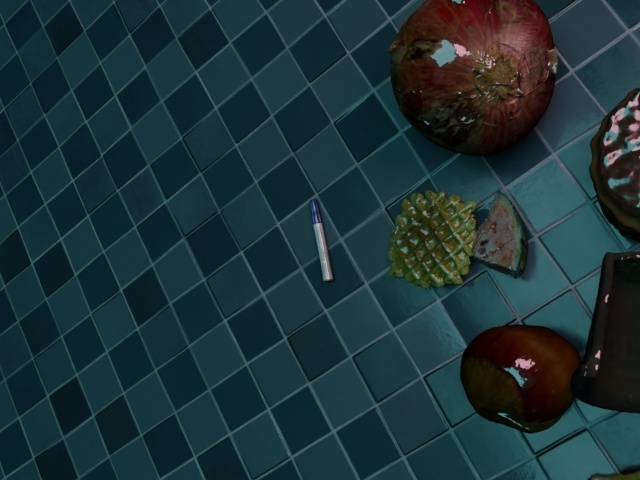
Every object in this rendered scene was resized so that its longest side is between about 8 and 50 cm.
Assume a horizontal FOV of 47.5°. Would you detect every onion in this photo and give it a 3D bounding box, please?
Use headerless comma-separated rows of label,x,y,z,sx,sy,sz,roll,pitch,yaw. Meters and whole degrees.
onion,0.305,-0.344,1.451,0.353,0.353,0.354,-3,82,26

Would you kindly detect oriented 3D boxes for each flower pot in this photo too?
flower pot,0.620,0.138,1.247,0.379,0.379,0.251,-12,57,25

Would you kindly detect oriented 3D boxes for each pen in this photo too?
pen,0.000,0.000,1.732,0.025,0.025,0.204,-17,76,24

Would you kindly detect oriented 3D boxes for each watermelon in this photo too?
watermelon,0.376,0.000,1.528,0.139,0.071,0.187,-27,58,41

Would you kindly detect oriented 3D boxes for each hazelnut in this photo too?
hazelnut,0.379,0.255,1.399,0.217,0.251,0.217,4,66,-9

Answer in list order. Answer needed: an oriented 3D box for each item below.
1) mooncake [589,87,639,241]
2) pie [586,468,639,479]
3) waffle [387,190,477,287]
mooncake,0.659,-0.137,1.334,0.324,0.187,0.324,-4,80,25
pie,0.582,0.608,1.344,0.296,0.078,0.371,3,84,26
waffle,0.241,-0.002,1.583,0.207,0.054,0.214,9,91,41
